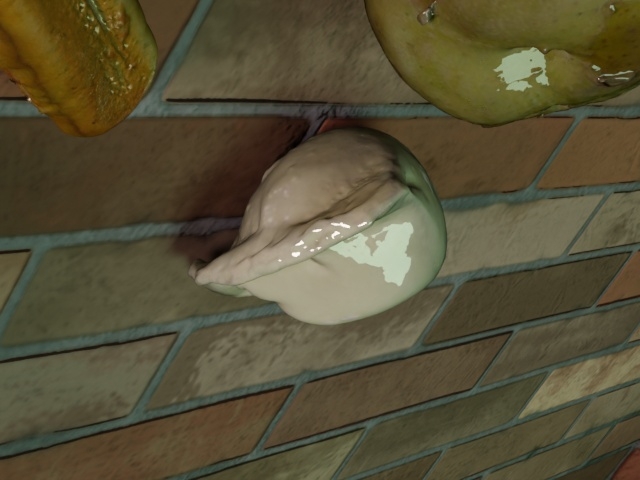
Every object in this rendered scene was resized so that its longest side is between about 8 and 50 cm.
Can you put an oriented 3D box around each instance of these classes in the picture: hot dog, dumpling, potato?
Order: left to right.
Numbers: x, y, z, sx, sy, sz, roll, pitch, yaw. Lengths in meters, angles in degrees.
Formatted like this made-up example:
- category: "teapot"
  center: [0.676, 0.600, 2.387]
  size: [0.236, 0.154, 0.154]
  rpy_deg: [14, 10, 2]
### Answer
- category: "hot dog"
  center: [-0.141, -0.142, 0.650]
  size: [0.088, 0.061, 0.286]
  rpy_deg: [-42, 153, -15]
- category: "dumpling"
  center: [0.000, 0.000, 1.039]
  size: [0.179, 0.131, 0.252]
  rpy_deg: [-28, 178, 8]
- category: "potato"
  center: [0.165, -0.222, 0.834]
  size: [0.351, 0.202, 0.218]
  rpy_deg: [-52, 167, -3]
